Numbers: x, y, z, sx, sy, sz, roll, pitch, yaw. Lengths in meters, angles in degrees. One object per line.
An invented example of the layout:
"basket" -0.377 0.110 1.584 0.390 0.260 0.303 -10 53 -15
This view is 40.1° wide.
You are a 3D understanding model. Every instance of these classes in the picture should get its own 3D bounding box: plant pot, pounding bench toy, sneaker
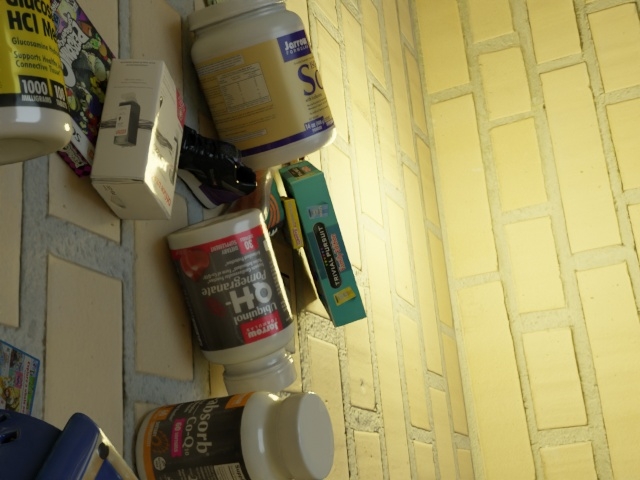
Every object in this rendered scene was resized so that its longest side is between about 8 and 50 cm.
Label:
"plant pot" -0.318 0.334 0.964 0.236 0.212 0.235 -72 147 -50
"pounding bench toy" -0.066 -0.195 2.112 0.083 0.052 0.065 49 35 -49
"sneaker" -0.127 -0.038 1.790 0.302 0.108 0.121 -78 146 -54
"sneaker" -0.216 -0.167 1.631 0.283 0.124 0.107 44 38 -53

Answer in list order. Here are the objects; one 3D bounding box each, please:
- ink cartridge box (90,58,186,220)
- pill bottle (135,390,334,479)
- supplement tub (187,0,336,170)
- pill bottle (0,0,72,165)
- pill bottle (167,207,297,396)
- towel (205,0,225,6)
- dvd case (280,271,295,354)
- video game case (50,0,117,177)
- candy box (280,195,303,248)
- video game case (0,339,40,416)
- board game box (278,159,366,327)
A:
"ink cartridge box" -0.289 -0.159 1.412 0.158 0.092 0.217 73 21 -67
"pill bottle" -0.131 0.319 1.359 0.162 0.279 0.162 -13 90 -69
"supplement tub" -0.122 -0.327 1.795 0.241 0.241 0.331 -47 122 -64
"pill bottle" -0.427 -0.270 1.085 0.188 0.188 0.333 -2 80 -68
"pill bottle" -0.147 0.115 1.572 0.176 0.176 0.318 -35 110 -67
"towel" -0.208 -0.497 1.970 0.110 0.027 0.148 -68 139 -57
"dvd case" -0.122 0.132 1.834 0.253 0.022 0.180 32 49 -60
"video game case" -0.389 -0.250 1.367 0.232 0.042 0.210 -82 152 -42
"candy box" -0.069 -0.043 1.926 0.206 0.027 0.105 -146 -138 -80
"video game case" -0.418 0.176 1.091 0.166 0.015 0.119 47 36 -51
"board game box" 0.000 0.000 1.988 0.254 0.079 0.335 -129 -159 -76
